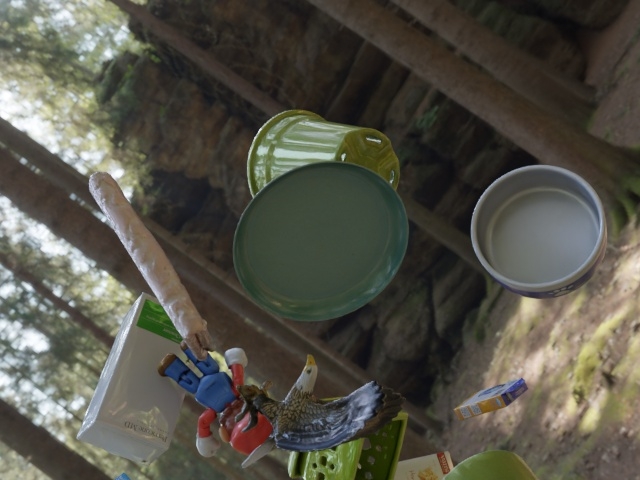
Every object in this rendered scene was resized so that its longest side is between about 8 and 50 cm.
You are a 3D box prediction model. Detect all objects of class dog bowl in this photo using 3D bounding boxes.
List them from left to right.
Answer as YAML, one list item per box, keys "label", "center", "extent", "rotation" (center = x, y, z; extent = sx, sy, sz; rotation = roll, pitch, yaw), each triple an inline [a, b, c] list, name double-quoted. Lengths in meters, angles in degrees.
- label: "dog bowl"
  center: [0.452, -0.016, 1.519]
  extent: [0.265, 0.265, 0.104]
  rotation: [-55, -30, -2]

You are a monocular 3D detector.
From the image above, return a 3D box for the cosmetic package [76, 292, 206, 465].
- label: "cosmetic package"
  center: [-0.439, 0.344, 1.835]
  extent: [0.155, 0.196, 0.366]
  rotation: [-44, 27, 43]

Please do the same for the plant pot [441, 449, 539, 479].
- label: "plant pot"
  center: [0.398, 0.616, 1.457]
  extent: [0.275, 0.274, 0.293]
  rotation: [-55, 30, 2]

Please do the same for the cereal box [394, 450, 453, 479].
- label: "cereal box"
  center: [0.280, 0.703, 2.070]
  extent: [0.240, 0.173, 0.047]
  rotation: [-5, -25, -25]

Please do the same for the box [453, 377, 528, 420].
- label: "box"
  center: [0.323, 0.294, 1.366]
  extent: [0.081, 0.028, 0.136]
  rotation: [-22, -7, -42]

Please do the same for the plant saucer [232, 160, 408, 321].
- label: "plant saucer"
  center: [0.000, 0.000, 1.300]
  extent: [0.318, 0.317, 0.044]
  rotation: [-57, 27, 18]

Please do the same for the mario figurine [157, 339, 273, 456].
- label: "mario figurine"
  center: [-0.241, 0.382, 1.760]
  extent: [0.198, 0.320, 0.170]
  rotation: [-45, -7, 24]

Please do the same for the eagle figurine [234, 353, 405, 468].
- label: "eagle figurine"
  center: [-0.010, 0.331, 1.402]
  extent: [0.226, 0.298, 0.225]
  rotation: [-56, -27, -50]

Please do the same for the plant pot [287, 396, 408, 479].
- label: "plant pot"
  center: [0.058, 0.504, 1.799]
  extent: [0.227, 0.207, 0.228]
  rotation: [11, -86, -56]

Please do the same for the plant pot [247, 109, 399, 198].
- label: "plant pot"
  center: [0.023, -0.149, 1.592]
  extent: [0.254, 0.276, 0.276]
  rotation: [10, 58, 53]

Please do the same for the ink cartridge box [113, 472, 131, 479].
- label: "ink cartridge box"
  center: [-0.422, 0.613, 1.623]
  extent: [0.104, 0.181, 0.062]
  rotation: [-35, -44, -30]

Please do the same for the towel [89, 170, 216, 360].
- label: "towel"
  center: [-0.301, 0.061, 1.355]
  extent: [0.053, 0.332, 0.317]
  rotation: [-33, -12, -13]
